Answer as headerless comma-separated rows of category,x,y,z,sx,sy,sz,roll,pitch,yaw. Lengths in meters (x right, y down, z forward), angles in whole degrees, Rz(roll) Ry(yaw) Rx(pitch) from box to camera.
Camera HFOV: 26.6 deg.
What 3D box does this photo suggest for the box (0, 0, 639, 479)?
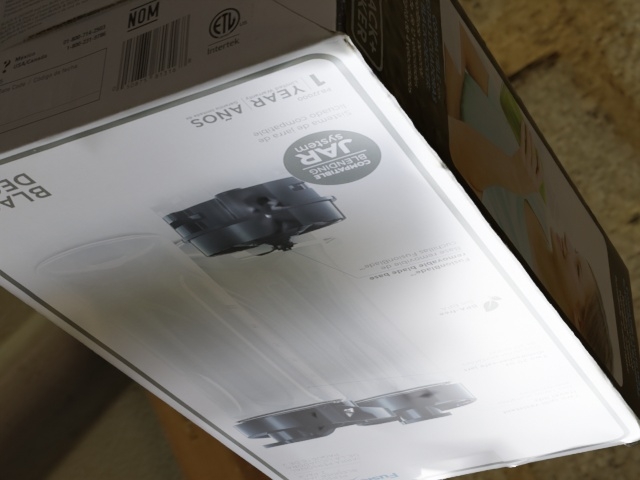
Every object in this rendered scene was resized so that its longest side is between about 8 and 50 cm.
box,0.000,0.000,0.512,0.290,0.169,0.087,45,-143,-47
